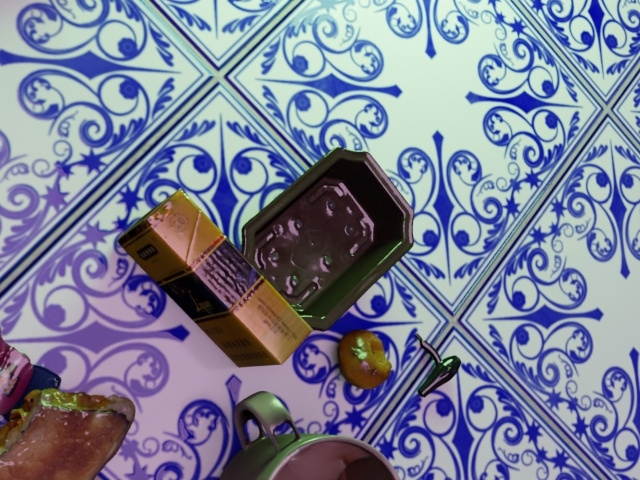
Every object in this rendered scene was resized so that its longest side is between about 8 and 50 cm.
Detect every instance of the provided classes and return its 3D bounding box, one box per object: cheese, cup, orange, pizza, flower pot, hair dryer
[{"bbox_3d":[-0.411,0.133,0.978,0.244,0.062,0.155,39,69,-27],"label":"cheese"},{"bbox_3d":[-0.038,0.301,1.046,0.191,0.200,0.253,-28,95,-26],"label":"cup"},{"bbox_3d":[0.055,0.167,1.189,0.086,0.062,0.086,41,27,-27],"label":"orange"},{"bbox_3d":[-0.350,0.255,0.971,0.305,0.085,0.161,-27,117,-23],"label":"pizza"},{"bbox_3d":[0.000,0.000,1.181,0.251,0.084,0.179,-42,100,-24],"label":"flower pot"},{"bbox_3d":[0.157,0.177,1.261,0.079,0.031,0.083,-38,84,-16],"label":"hair dryer"}]

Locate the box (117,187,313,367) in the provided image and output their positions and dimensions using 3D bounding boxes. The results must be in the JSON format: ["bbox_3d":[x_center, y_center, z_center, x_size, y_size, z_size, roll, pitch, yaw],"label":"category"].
[{"bbox_3d":[-0.135,0.054,1.070,0.237,0.152,0.070,46,66,-12],"label":"box"}]
